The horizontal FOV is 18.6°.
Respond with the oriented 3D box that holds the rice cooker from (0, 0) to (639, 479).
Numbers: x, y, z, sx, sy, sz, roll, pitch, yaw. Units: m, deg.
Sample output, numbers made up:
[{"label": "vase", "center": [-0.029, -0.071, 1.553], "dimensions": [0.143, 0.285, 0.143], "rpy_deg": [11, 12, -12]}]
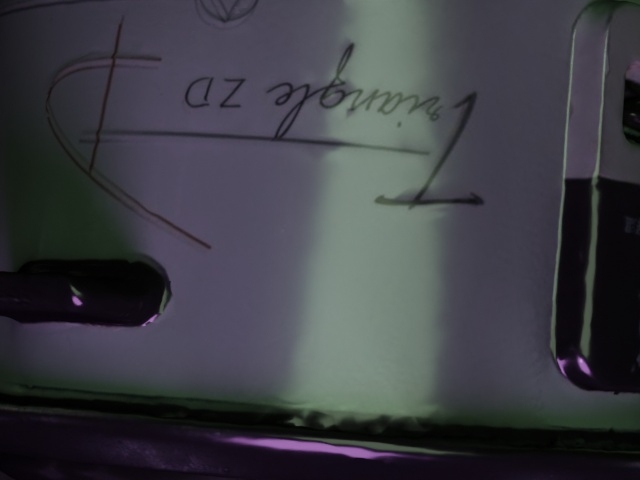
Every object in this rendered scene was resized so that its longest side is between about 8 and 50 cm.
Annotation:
[{"label": "rice cooker", "center": [0.000, 0.000, 0.629], "dimensions": [0.280, 0.241, 0.227], "rpy_deg": [11, 82, -57]}]
